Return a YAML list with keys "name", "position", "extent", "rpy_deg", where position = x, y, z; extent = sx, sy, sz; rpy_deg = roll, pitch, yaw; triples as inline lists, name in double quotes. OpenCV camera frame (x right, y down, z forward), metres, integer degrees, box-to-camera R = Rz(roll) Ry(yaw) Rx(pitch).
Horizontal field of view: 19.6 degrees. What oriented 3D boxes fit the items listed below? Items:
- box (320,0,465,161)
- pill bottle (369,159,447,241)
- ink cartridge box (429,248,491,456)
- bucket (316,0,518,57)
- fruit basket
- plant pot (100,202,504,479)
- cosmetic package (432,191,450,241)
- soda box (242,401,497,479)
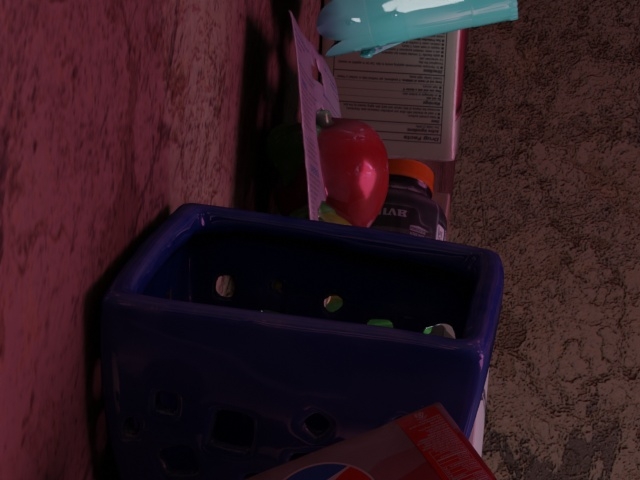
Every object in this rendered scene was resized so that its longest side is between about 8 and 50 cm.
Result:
- name: "box"
  position: [0.081, -0.211, 1.989]
  extent: [0.127, 0.148, 0.232]
  rpy_deg: [-59, 152, -75]
- name: "pill bottle"
  position: [0.079, 0.027, 2.157]
  extent: [0.130, 0.130, 0.246]
  rpy_deg: [77, 19, -65]
- name: "ink cartridge box"
  position: [0.073, 0.146, 1.919]
  extent: [0.115, 0.198, 0.273]
  rpy_deg: [79, 16, -60]
- name: "bucket"
  position: [0.082, -0.313, 1.693]
  extent: [0.281, 0.183, 0.281]
  rpy_deg: [-4, 90, -85]
- name: "fruit basket"
  position: [0.000, 0.000, 1.655]
  extent: [0.327, 0.165, 0.353]
  rpy_deg: [32, 47, -82]
- name: "plant pot"
  position: [-0.014, 0.116, 1.196]
  extent: [0.236, 0.236, 0.212]
  rpy_deg: [-63, 161, -74]
- name: "cosmetic package"
  position: [0.113, 0.101, 2.512]
  extent: [0.160, 0.113, 0.309]
  rpy_deg: [-73, 164, -59]
- name: "soda box"
  position: [-0.029, 0.186, 0.988]
  extent: [0.083, 0.263, 0.092]
  rpy_deg: [51, -26, 45]
